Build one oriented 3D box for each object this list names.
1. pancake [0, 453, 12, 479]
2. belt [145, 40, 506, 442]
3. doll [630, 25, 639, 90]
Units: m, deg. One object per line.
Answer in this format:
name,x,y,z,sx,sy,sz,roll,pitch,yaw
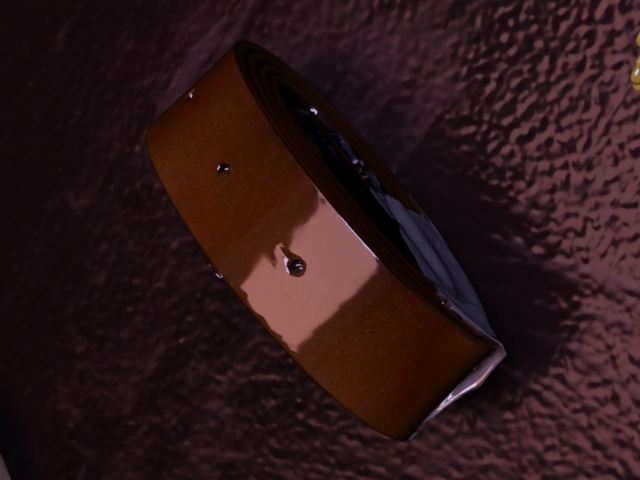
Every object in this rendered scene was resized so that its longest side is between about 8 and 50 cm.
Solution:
pancake,-0.435,0.275,1.859,0.386,0.082,0.387,4,99,27
belt,0.000,0.000,1.557,0.122,0.217,0.339,-43,69,15
doll,0.361,-0.084,1.424,0.293,0.119,0.138,28,147,24
